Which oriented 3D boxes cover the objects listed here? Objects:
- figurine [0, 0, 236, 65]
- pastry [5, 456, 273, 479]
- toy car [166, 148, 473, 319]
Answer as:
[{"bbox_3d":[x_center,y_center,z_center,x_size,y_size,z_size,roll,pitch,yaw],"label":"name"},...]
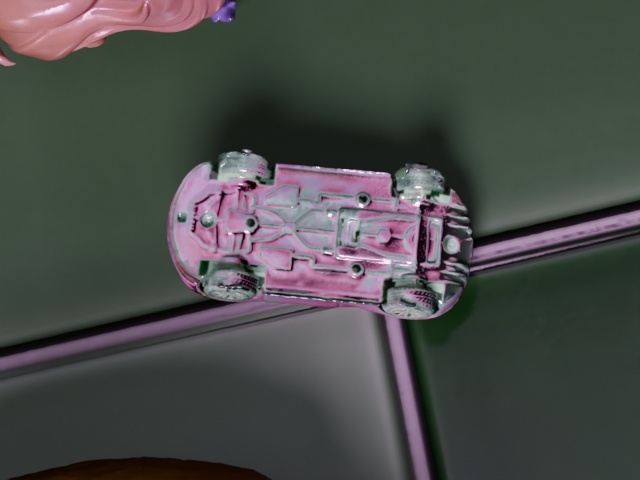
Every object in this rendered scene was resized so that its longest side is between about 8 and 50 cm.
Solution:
[{"bbox_3d":[-0.104,-0.143,0.959,0.157,0.126,0.114,-32,26,-1],"label":"figurine"},{"bbox_3d":[-0.092,0.260,0.807,0.356,0.164,0.356,-2,72,5],"label":"pastry"},{"bbox_3d":[0.000,0.000,0.921,0.142,0.055,0.069,6,74,-1],"label":"toy car"}]
